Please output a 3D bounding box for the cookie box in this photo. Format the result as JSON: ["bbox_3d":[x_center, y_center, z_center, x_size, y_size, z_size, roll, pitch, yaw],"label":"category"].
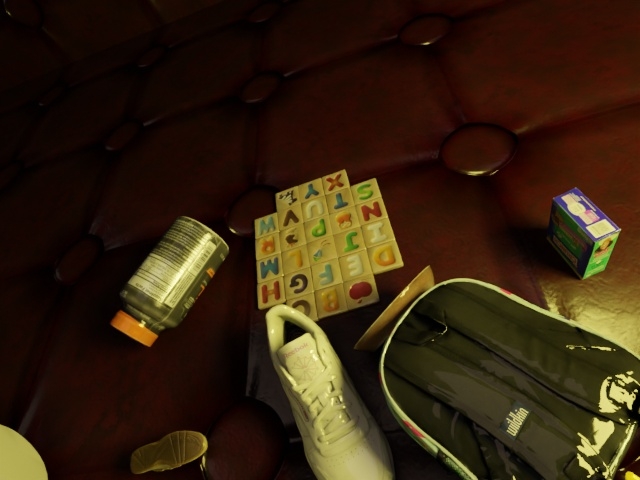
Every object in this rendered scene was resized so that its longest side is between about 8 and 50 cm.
[{"bbox_3d":[0.385,-0.008,0.606,0.040,0.107,0.092,-25,50,6],"label":"cookie box"}]

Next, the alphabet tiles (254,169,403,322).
[{"bbox_3d":[0.000,0.000,0.822,0.285,0.011,0.342,-18,51,10],"label":"alphabet tiles"}]

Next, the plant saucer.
[{"bbox_3d":[0.116,0.108,0.607,0.168,0.168,0.029,-44,73,-11],"label":"plant saucer"}]

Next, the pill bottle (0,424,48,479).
[{"bbox_3d":[-0.641,0.483,0.597,0.407,0.229,0.229,-43,52,-11],"label":"pill bottle"}]

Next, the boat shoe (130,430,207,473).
[{"bbox_3d":[-0.236,0.337,0.653,0.135,0.045,0.050,-18,61,13],"label":"boat shoe"}]

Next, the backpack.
[{"bbox_3d":[0.204,0.178,0.492,0.253,0.191,0.225,31,69,28],"label":"backpack"}]

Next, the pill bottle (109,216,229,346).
[{"bbox_3d":[-0.301,0.083,0.810,0.130,0.130,0.246,17,64,31],"label":"pill bottle"}]

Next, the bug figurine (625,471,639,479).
[{"bbox_3d":[0.451,0.284,0.389,0.279,0.072,0.216,24,74,29],"label":"bug figurine"}]

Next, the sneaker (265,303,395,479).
[{"bbox_3d":[-0.007,0.222,0.575,0.114,0.152,0.305,-32,52,-4],"label":"sneaker"}]
